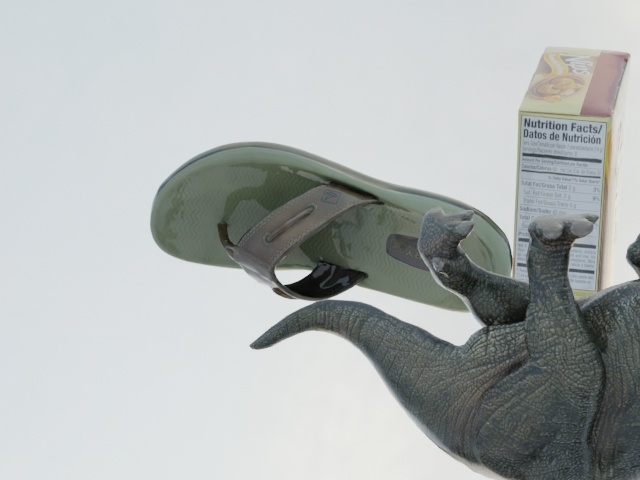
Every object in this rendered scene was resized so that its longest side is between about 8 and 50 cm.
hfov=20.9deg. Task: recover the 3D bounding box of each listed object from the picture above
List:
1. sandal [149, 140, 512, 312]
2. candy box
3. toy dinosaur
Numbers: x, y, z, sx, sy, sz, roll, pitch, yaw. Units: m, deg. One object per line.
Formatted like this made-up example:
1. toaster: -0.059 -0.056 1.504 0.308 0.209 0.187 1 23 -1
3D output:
1. sandal: 0.001 -0.001 1.387 0.086 0.302 0.120 -59 -26 -52
2. candy box: 0.230 -0.002 1.608 0.183 0.087 0.316 -59 -29 -62
3. toy dinosaur: 0.129 0.059 0.803 0.313 0.121 0.160 -10 -76 -4
